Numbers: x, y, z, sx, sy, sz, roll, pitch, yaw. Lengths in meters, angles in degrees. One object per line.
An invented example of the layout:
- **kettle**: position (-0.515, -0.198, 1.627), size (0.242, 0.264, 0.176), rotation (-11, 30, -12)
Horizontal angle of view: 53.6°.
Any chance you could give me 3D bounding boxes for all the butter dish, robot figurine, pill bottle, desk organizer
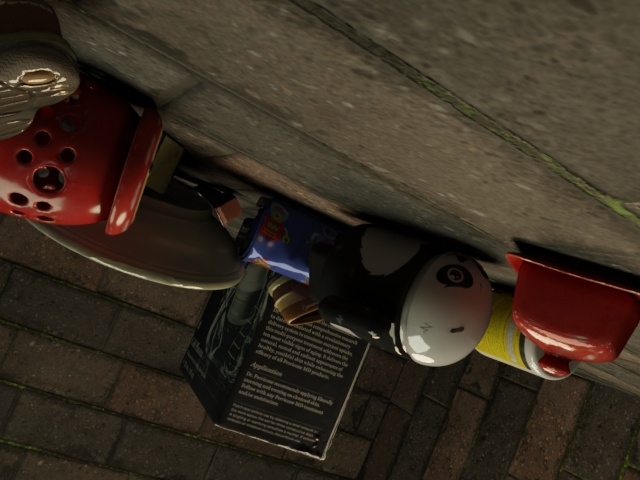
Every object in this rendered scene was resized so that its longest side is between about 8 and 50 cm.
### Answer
- **butter dish**: position (0.279, 0.094, 0.710), size (0.160, 0.118, 0.160), rotation (20, 174, 32)
- **robot figurine**: position (0.110, 0.071, 0.921), size (0.278, 0.209, 0.173), rotation (19, 157, 38)
- **pill bottle**: position (0.317, 0.144, 1.039), size (0.119, 0.119, 0.208), rotation (25, 174, -25)
- **desk organizer**: position (-0.216, -0.085, 1.334), size (0.130, 0.050, 0.047), rotation (40, 156, 50)

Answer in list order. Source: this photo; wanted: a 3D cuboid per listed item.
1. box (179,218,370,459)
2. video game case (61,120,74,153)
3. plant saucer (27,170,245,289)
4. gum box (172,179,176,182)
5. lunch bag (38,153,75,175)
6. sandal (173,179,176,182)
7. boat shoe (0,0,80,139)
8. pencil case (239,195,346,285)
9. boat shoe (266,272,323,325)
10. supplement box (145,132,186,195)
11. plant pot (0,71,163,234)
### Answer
- **box**: position (-0.104, 0.219, 1.622), size (0.298, 0.471, 0.480), rotation (26, 174, -21)
- **video game case**: position (-0.541, -0.189, 1.003), size (0.270, 0.061, 0.244), rotation (-11, 164, 18)
- **plant saucer**: position (-0.301, -0.051, 1.084), size (0.401, 0.100, 0.400), rotation (24, -170, -5)
- **gum box**: position (-0.333, -0.114, 1.379), size (0.157, 0.041, 0.184), rotation (38, 178, 11)
- **lunch bag**: position (-0.660, -0.204, 1.452), size (0.262, 0.160, 0.223), rotation (29, 173, -4)
- **sandal**: position (-0.384, -0.098, 1.542), size (0.102, 0.169, 0.416), rotation (-31, 145, 27)
- **boat shoe**: position (-0.314, -0.149, 0.546), size (0.325, 0.116, 0.123), rotation (-10, -171, 41)
- **pencil case**: position (0.010, 0.025, 1.127), size (0.306, 0.133, 0.119), rotation (23, 154, -12)
- **boat shoe**: position (0.053, 0.114, 1.245), size (0.324, 0.119, 0.122), rotation (-2, 148, -27)
- **supplement box**: position (-0.263, -0.124, 0.973), size (0.056, 0.083, 0.083), rotation (23, 176, 14)
- **plant pot**: position (-0.295, -0.106, 0.772), size (0.174, 0.191, 0.191), rotation (18, 176, -18)
